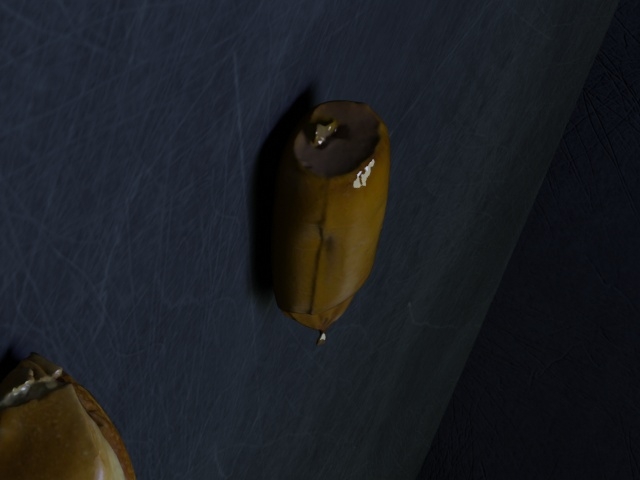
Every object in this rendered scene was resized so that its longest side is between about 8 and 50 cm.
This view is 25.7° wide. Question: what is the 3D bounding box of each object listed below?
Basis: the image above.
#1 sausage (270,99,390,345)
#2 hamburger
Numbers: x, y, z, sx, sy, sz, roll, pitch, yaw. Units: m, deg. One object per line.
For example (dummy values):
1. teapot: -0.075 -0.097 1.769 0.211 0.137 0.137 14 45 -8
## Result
1. sausage: 0.005 -0.003 1.311 0.112 0.112 0.328 -53 164 -29
2. hamburger: -0.201 0.217 0.924 0.283 0.156 0.144 -62 165 15
